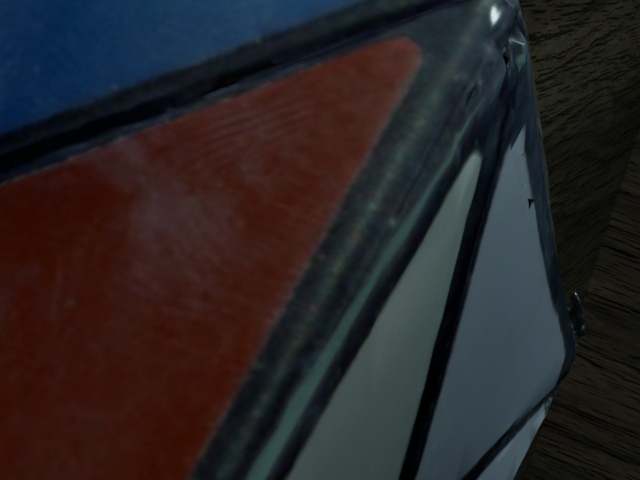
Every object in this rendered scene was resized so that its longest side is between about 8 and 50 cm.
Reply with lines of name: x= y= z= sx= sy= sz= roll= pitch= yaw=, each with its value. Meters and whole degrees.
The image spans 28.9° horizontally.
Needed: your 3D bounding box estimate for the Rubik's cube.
Rubik's cube: x=-0.093 y=0.057 z=0.486 sx=0.307 sy=0.305 sz=0.310 roll=-62 pitch=159 yaw=-16
